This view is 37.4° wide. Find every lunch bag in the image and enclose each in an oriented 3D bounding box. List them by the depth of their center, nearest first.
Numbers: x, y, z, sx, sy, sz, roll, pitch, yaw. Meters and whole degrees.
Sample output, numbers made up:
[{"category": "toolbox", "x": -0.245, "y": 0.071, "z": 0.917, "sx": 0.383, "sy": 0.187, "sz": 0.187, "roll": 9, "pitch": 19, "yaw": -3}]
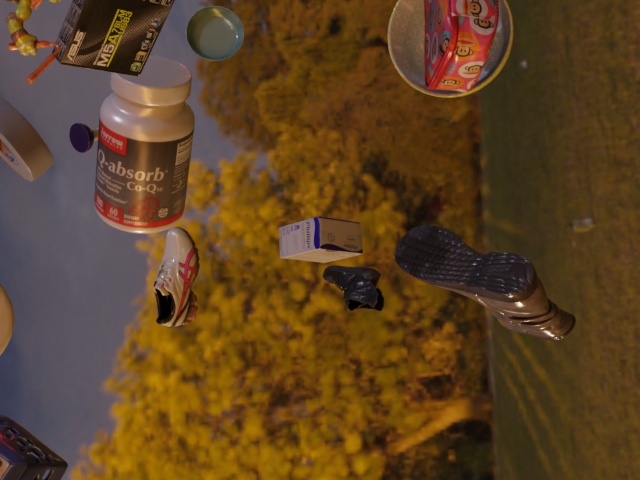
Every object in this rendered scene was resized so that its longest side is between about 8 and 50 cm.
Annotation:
[{"category": "lunch bag", "x": 0.283, "y": -0.465, "z": 1.973, "sx": 0.258, "sy": 0.120, "sz": 0.293, "roll": 108, "pitch": 165, "yaw": -70}]

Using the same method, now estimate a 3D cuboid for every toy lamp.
[{"category": "toy lamp", "x": -0.478, "y": -0.274, "z": 2.280, "sx": 0.274, "sy": 0.080, "sz": 0.080, "roll": -23, "pitch": -70, "yaw": -49}]

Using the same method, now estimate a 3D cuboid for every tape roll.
[{"category": "tape roll", "x": -0.766, "y": -0.254, "z": 2.358, "sx": 0.219, "sy": 0.072, "sz": 0.219, "roll": 39, "pitch": 158, "yaw": 19}]

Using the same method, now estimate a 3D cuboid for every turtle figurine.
[{"category": "turtle figurine", "x": -0.458, "y": -0.374, "z": 1.416, "sx": 0.087, "sy": 0.217, "sz": 0.270, "roll": 27, "pitch": -104, "yaw": -62}]

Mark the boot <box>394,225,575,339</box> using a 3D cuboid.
[{"category": "boot", "x": 0.311, "y": 0.096, "z": 1.838, "sx": 0.118, "sy": 0.338, "sz": 0.223, "roll": -55, "pitch": -46, "yaw": -10}]

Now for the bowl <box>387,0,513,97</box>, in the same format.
[{"category": "bowl", "x": 0.314, "y": -0.466, "z": 2.191, "sx": 0.156, "sy": 0.289, "sz": 0.290, "roll": 0, "pitch": -97, "yaw": -70}]

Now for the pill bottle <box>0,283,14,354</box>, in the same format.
[{"category": "pill bottle", "x": -0.771, "y": 0.135, "z": 1.943, "sx": 0.392, "sy": 0.224, "sz": 0.224, "roll": 12, "pitch": 111, "yaw": 63}]

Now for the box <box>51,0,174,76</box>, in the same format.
[{"category": "box", "x": -0.382, "y": -0.405, "z": 1.757, "sx": 0.184, "sy": 0.191, "sz": 0.045, "roll": -1, "pitch": -140, "yaw": -51}]

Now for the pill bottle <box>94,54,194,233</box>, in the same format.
[{"category": "pill bottle", "x": -0.394, "y": -0.216, "z": 2.118, "sx": 0.210, "sy": 0.210, "sz": 0.363, "roll": -89, "pitch": 9, "yaw": -57}]

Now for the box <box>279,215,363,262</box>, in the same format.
[{"category": "box", "x": 0.000, "y": 0.000, "z": 2.033, "sx": 0.126, "sy": 0.137, "sz": 0.072, "roll": 7, "pitch": -104, "yaw": -41}]

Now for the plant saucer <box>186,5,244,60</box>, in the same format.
[{"category": "plant saucer", "x": -0.217, "y": -0.423, "z": 1.947, "sx": 0.021, "sy": 0.119, "sz": 0.119, "roll": 114, "pitch": 151, "yaw": -78}]

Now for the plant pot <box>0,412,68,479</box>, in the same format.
[{"category": "plant pot", "x": -0.766, "y": 0.546, "z": 2.174, "sx": 0.236, "sy": 0.236, "sz": 0.212, "roll": -57, "pitch": -17, "yaw": -8}]

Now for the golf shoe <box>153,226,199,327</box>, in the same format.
[{"category": "golf shoe", "x": -0.270, "y": 0.069, "z": 1.746, "sx": 0.086, "sy": 0.067, "sz": 0.186, "roll": -6, "pitch": -84, "yaw": -60}]

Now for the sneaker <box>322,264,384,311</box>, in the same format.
[{"category": "sneaker", "x": 0.062, "y": 0.100, "z": 1.917, "sx": 0.051, "sy": 0.170, "sz": 0.089, "roll": 42, "pitch": -122, "yaw": -42}]
